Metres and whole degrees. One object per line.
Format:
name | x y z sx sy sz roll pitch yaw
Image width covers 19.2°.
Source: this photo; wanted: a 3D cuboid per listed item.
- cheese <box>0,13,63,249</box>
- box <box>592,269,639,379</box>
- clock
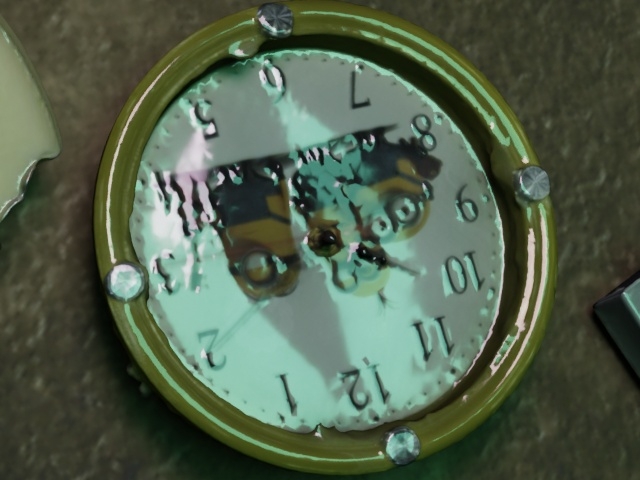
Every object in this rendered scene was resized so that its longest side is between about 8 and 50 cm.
cheese | -0.195 -0.107 0.831 0.127 0.050 0.255 -21 103 -27
box | 0.292 0.036 1.030 0.270 0.045 0.211 -35 91 -25
clock | 0.000 0.000 0.918 0.237 0.057 0.237 5 75 -18
